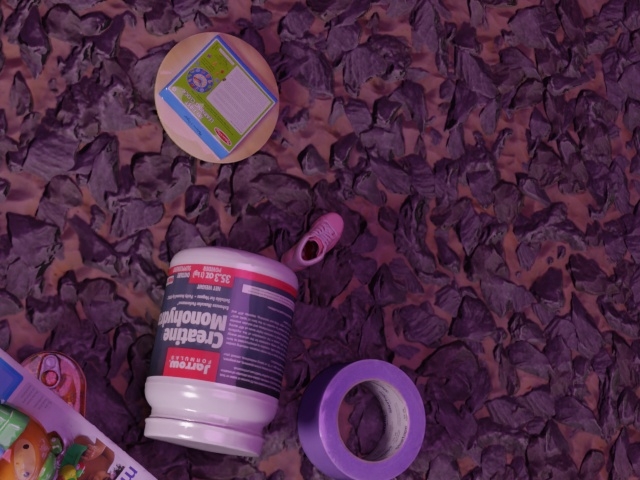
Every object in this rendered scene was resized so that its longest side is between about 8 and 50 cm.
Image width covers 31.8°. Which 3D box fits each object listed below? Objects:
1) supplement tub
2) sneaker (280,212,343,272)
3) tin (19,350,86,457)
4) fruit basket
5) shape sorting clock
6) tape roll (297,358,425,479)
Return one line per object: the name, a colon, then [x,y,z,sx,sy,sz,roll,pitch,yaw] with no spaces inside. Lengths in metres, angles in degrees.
supplement tub: [-0.143,0.159,1.609,0.191,0.191,0.272,16,73,-23]
sneaker: [0.000,0.000,1.779,0.134,0.070,0.051,-42,98,-27]
tin: [-0.383,0.249,1.561,0.106,0.040,0.189,7,78,-30]
fruit basket: [-0.410,0.348,1.428,0.353,0.165,0.327,44,69,-16]
shape sorting clock: [-0.161,-0.222,1.755,0.206,0.040,0.206,4,82,-29]
tape roll: [0.064,0.282,1.754,0.189,0.080,0.189,6,77,-26]
